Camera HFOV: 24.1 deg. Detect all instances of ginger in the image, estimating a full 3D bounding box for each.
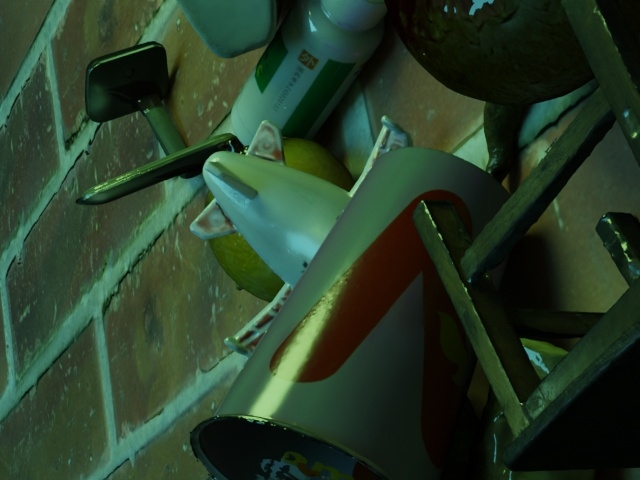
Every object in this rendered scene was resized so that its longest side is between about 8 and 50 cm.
[{"bbox_3d":[0.156,0.201,1.126,0.116,0.109,0.263,53,-139,-75],"label":"ginger"}]

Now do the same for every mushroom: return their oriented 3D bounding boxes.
[{"bbox_3d":[0.143,-0.248,1.105,0.278,0.163,0.297,-23,64,61],"label":"mushroom"}]

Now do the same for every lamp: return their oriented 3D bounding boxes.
[{"bbox_3d":[-0.238,-0.124,1.857,0.283,0.203,0.124,-127,25,-45],"label":"lamp"}]

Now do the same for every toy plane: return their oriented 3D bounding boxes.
[{"bbox_3d":[0.000,0.000,1.347,0.118,0.252,0.252,-43,-46,-87],"label":"toy plane"}]

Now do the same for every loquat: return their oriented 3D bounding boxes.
[{"bbox_3d":[-0.035,-0.011,1.492,0.172,0.149,0.204,-7,98,62],"label":"loquat"}]

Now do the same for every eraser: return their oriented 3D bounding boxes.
[{"bbox_3d":[-0.097,-0.296,1.513,0.290,0.104,0.189,-90,-15,-76],"label":"eraser"}]

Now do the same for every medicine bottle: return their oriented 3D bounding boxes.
[{"bbox_3d":[-0.005,-0.182,1.489,0.260,0.095,0.095,-49,47,52],"label":"medicine bottle"}]

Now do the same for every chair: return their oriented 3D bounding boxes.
[{"bbox_3d":[0.240,0.078,0.884,0.240,0.203,0.416,-56,40,42],"label":"chair"}]

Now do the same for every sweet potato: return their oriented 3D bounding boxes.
[{"bbox_3d":[0.154,-0.111,1.232,0.041,0.038,0.153,-92,12,-64],"label":"sweet potato"}]

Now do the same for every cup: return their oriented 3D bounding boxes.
[{"bbox_3d":[0.047,0.076,1.181,0.203,0.203,0.288,-37,23,58],"label":"cup"}]

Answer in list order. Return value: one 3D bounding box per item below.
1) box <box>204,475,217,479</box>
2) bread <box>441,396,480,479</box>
[{"bbox_3d":[-0.030,0.390,1.437,0.225,0.190,0.297,131,134,-54],"label":"box"},{"bbox_3d":[0.084,0.204,1.297,0.213,0.105,0.213,-18,69,62],"label":"bread"}]
